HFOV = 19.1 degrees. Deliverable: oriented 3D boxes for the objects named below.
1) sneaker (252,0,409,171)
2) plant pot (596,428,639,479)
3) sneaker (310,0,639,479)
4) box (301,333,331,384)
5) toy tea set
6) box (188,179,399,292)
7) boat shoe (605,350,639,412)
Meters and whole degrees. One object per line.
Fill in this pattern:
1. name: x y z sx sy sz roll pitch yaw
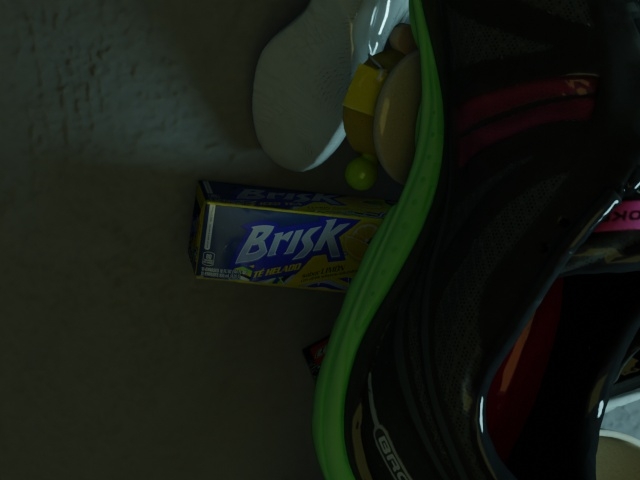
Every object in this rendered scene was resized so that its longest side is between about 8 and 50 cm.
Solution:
1. sneaker: 0.027 -0.140 1.216 0.080 0.094 0.212 36 121 25
2. plant pot: 0.095 0.248 1.261 0.284 0.191 0.284 -7 101 -41
3. sneaker: 0.143 -0.050 1.039 0.185 0.202 0.482 2 102 -44
4. box: 0.109 0.061 1.241 0.233 0.159 0.044 -29 111 0
5. toy tea set: 0.106 -0.171 1.196 0.200 0.124 0.336 27 84 -44
6. box: 0.000 0.000 1.257 0.169 0.059 0.054 5 106 -11
7. boat shoe: 0.237 0.055 1.297 0.268 0.088 0.096 -19 109 -3
